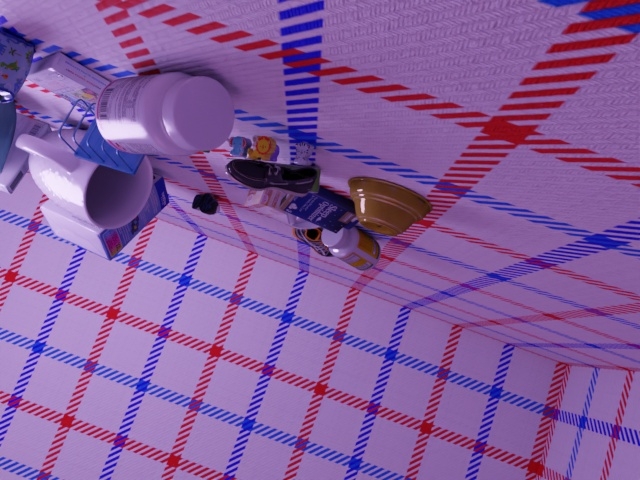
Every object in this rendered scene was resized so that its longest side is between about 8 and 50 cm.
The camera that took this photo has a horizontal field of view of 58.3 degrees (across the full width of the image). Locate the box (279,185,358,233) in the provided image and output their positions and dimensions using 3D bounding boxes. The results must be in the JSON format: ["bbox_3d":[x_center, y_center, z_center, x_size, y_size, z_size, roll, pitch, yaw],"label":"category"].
[{"bbox_3d":[0.013,-0.087,1.601,0.225,0.036,0.136,22,147,-17],"label":"box"}]

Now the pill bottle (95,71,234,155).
[{"bbox_3d":[-0.309,-0.248,1.134,0.283,0.160,0.160,11,167,43],"label":"pill bottle"}]

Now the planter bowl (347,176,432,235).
[{"bbox_3d":[0.155,-0.069,1.400,0.217,0.090,0.217,19,171,3],"label":"planter bowl"}]

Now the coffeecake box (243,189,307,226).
[{"bbox_3d":[-0.127,-0.106,1.804,0.186,0.068,0.142,24,169,-25],"label":"coffeecake box"}]

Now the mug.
[{"bbox_3d":[-0.772,-0.232,1.799,0.328,0.276,0.374,24,174,23],"label":"mug"}]

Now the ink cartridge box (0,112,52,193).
[{"bbox_3d":[-1.094,-0.318,1.946,0.239,0.275,0.060,20,154,1],"label":"ink cartridge box"}]

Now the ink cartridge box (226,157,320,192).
[{"bbox_3d":[-0.109,-0.152,1.344,0.109,0.062,0.209,13,-171,39],"label":"ink cartridge box"}]

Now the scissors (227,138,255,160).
[{"bbox_3d":[-0.180,-0.202,1.531,0.109,0.021,0.297,14,170,41],"label":"scissors"}]

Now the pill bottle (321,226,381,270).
[{"bbox_3d":[0.098,0.015,1.877,0.118,0.117,0.208,11,167,42],"label":"pill bottle"}]

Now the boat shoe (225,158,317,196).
[{"bbox_3d":[-0.098,-0.145,1.203,0.206,0.075,0.065,9,142,-35],"label":"boat shoe"}]

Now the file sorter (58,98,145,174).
[{"bbox_3d":[-0.507,-0.251,1.360,0.171,0.118,0.104,17,161,13],"label":"file sorter"}]

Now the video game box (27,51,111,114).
[{"bbox_3d":[-0.569,-0.363,1.353,0.205,0.048,0.187,9,164,47],"label":"video game box"}]

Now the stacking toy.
[{"bbox_3d":[-0.144,-0.198,1.214,0.221,0.052,0.167,11,-172,31],"label":"stacking toy"}]

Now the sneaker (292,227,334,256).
[{"bbox_3d":[0.000,0.000,2.101,0.215,0.084,0.083,25,164,-22],"label":"sneaker"}]

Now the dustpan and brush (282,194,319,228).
[{"bbox_3d":[0.002,-0.080,1.685,0.211,0.060,0.147,-7,144,2],"label":"dustpan and brush"}]

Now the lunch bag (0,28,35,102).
[{"bbox_3d":[-0.700,-0.380,1.275,0.096,0.128,0.151,24,171,-23],"label":"lunch bag"}]

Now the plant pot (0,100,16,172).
[{"bbox_3d":[-1.076,-0.371,1.749,0.293,0.235,0.293,20,170,4],"label":"plant pot"}]

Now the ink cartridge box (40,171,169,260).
[{"bbox_3d":[-0.739,-0.147,2.058,0.270,0.395,0.151,23,143,17],"label":"ink cartridge box"}]

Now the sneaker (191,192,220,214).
[{"bbox_3d":[-0.427,-0.138,2.230,0.081,0.080,0.211,19,-178,-32],"label":"sneaker"}]
